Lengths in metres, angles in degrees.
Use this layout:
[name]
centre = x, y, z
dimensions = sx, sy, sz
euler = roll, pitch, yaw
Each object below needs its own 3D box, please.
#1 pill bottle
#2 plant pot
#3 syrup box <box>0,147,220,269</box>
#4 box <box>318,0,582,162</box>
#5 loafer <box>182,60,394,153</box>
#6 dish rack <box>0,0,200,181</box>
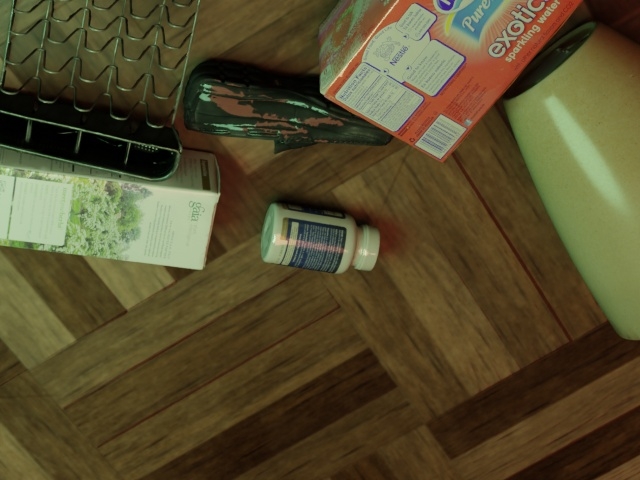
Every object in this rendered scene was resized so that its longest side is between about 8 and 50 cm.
[pill bottle]
centre = 0.000, 0.000, 1.720
dimensions = 0.120, 0.067, 0.067
euler = 9, 117, -13
[plant pot]
centre = 0.320, -0.082, 1.641
dimensions = 0.256, 0.256, 0.274
euler = -40, 101, 14
[syrup box]
centre = -0.228, -0.045, 1.646
dimensions = 0.237, 0.096, 0.093
euler = 7, 119, -12
[box]
centre = 0.140, -0.247, 1.537
dimensions = 0.154, 0.142, 0.300
euler = 27, 122, -21
[loafer]
centre = -0.032, -0.127, 1.645
dimensions = 0.223, 0.076, 0.078
euler = 10, 122, -8
[dish rack]
centre = -0.216, -0.208, 1.556
dimensions = 0.208, 0.074, 0.271
euler = 12, 116, -5
